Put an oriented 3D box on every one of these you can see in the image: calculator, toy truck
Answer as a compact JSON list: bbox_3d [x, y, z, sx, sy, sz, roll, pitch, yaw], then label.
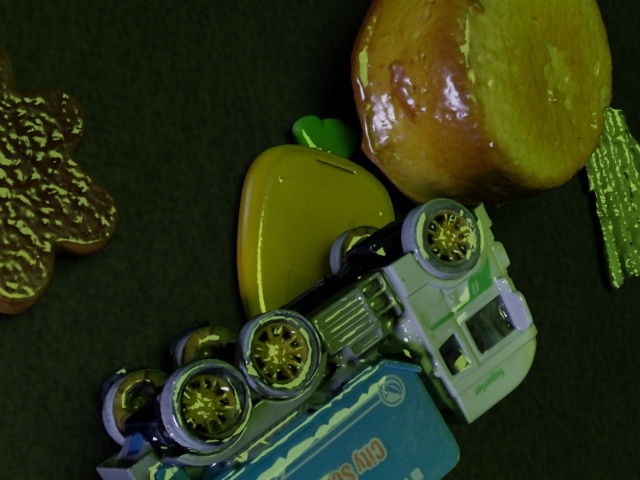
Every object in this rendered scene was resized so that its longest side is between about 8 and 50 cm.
[{"bbox_3d":[0.000,0.000,0.971,0.146,0.032,0.235,17,65,-28],"label":"calculator"},{"bbox_3d":[-0.011,0.115,0.829,0.367,0.146,0.175,-34,98,-26],"label":"toy truck"}]

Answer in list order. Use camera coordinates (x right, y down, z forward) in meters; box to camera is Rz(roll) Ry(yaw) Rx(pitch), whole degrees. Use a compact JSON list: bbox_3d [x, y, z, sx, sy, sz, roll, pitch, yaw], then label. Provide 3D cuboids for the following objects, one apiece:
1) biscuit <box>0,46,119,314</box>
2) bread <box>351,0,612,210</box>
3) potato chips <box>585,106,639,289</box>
[{"bbox_3d":[-0.249,-0.066,0.826,0.180,0.039,0.236,-41,96,-34],"label":"biscuit"},{"bbox_3d":[0.146,-0.143,1.045,0.268,0.145,0.268,5,82,-43],"label":"bread"},{"bbox_3d":[0.307,-0.049,1.201,0.092,0.028,0.207,5,67,-31],"label":"potato chips"}]
